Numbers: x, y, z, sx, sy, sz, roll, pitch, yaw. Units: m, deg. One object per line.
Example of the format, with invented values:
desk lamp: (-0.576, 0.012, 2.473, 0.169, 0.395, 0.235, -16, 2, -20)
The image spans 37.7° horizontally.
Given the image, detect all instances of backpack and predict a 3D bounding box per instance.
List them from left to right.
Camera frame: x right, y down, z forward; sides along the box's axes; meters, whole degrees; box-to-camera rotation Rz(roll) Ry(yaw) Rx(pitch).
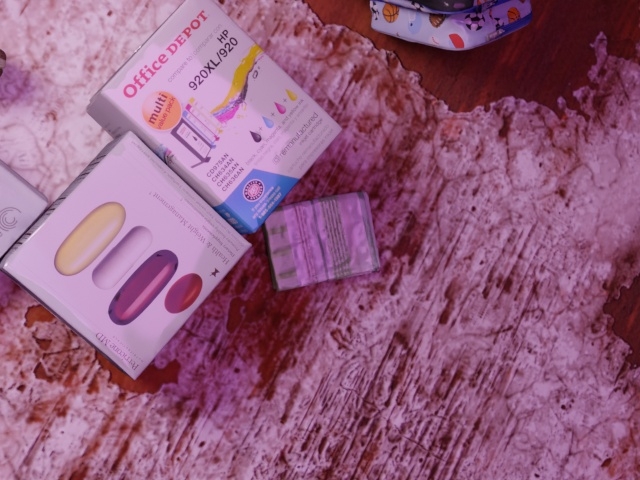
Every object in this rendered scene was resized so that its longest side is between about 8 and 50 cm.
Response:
backpack: (0.185, -0.368, 1.200, 0.263, 0.276, 0.213, -31, 131, -25)

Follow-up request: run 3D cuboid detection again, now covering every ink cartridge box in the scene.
ink cartridge box: (-0.132, -0.145, 1.118, 0.233, 0.168, 0.171, 43, 77, -15)

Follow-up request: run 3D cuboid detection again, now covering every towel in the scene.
towel: (0.000, 0.000, 1.250, 0.152, 0.023, 0.113, -11, 92, -18)

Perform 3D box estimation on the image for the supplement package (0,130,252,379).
supplement package: (-0.231, 0.017, 1.090, 0.194, 0.149, 0.203, 43, 75, -15)

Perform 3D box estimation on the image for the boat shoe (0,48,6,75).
boat shoe: (-0.484, -0.193, 1.035, 0.258, 0.095, 0.095, 8, 101, -15)

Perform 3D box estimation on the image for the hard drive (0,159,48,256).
hard drive: (-0.503, -0.068, 0.990, 0.233, 0.047, 0.353, -48, 116, -3)
